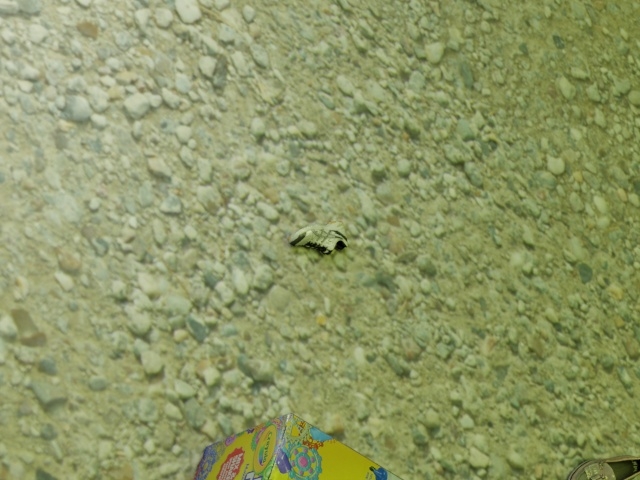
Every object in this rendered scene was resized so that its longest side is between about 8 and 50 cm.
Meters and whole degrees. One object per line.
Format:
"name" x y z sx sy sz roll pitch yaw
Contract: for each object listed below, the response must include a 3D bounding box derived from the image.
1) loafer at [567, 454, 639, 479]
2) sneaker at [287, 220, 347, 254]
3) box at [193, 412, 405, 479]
"loafer" 0.367 0.294 1.912 0.125 0.039 0.045 -10 79 -38
"sneaker" 0.000 0.000 1.775 0.083 0.032 0.037 -11 78 -37
"box" -0.010 0.377 1.521 0.279 0.177 0.290 34 56 -21
